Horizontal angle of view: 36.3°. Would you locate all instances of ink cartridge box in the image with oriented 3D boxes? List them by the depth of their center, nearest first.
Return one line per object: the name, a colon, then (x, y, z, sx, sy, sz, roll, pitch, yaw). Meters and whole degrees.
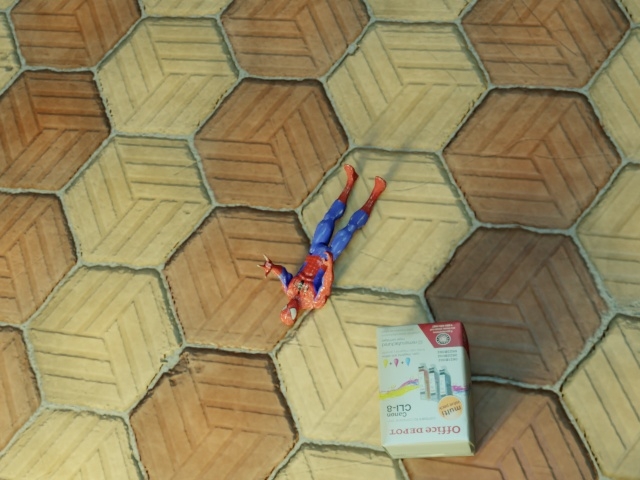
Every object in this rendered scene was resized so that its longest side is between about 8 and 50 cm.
ink cartridge box: (0.154, 0.221, 1.419, 0.128, 0.127, 0.176, -6, 69, 10)

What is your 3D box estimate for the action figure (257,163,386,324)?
action figure: (0.000, 0.000, 1.540, 0.092, 0.139, 0.280, 23, 78, 21)
